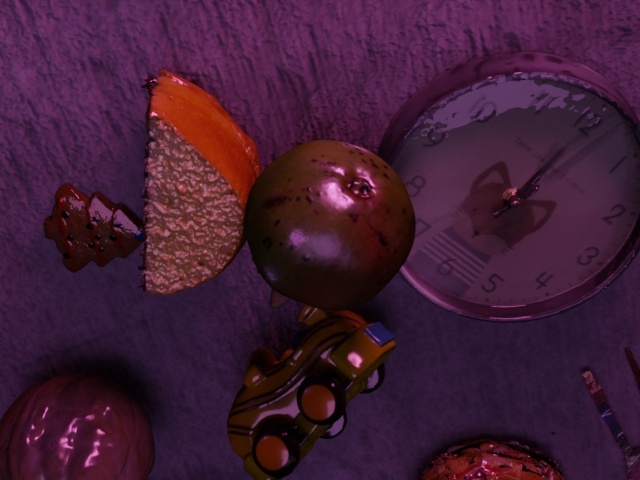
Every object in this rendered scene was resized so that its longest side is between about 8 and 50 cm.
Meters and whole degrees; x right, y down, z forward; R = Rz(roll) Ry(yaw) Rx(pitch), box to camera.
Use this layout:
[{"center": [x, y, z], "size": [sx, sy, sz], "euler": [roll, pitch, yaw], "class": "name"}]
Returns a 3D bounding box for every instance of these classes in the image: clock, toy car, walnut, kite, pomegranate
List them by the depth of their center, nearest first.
[{"center": [0.000, 0.000, 0.860], "size": [0.181, 0.182, 0.224], "euler": [17, 145, -7], "class": "pomegranate"}, {"center": [0.220, -0.050, 0.925], "size": [0.324, 0.067, 0.325], "euler": [1, 118, 2], "class": "clock"}, {"center": [-0.025, 0.180, 1.000], "size": [0.142, 0.200, 0.248], "euler": [42, 101, 14], "class": "toy car"}, {"center": [-0.319, 0.278, 1.040], "size": [0.224, 0.224, 0.224], "euler": [1, 118, 1], "class": "walnut"}, {"center": [0.487, 0.287, 1.122], "size": [0.204, 0.022, 0.360], "euler": [-30, 114, 16], "class": "kite"}]

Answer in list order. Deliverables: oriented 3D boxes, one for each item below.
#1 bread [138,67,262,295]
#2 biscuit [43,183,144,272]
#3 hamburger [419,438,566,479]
[{"center": [-0.133, -0.051, 0.902], "size": [0.133, 0.129, 0.260], "euler": [3, 119, -5], "class": "bread"}, {"center": [-0.275, -0.012, 0.988], "size": [0.129, 0.019, 0.120], "euler": [1, 118, 1], "class": "biscuit"}, {"center": [0.242, 0.383, 1.138], "size": [0.230, 0.107, 0.231], "euler": [5, 120, 8], "class": "hamburger"}]
